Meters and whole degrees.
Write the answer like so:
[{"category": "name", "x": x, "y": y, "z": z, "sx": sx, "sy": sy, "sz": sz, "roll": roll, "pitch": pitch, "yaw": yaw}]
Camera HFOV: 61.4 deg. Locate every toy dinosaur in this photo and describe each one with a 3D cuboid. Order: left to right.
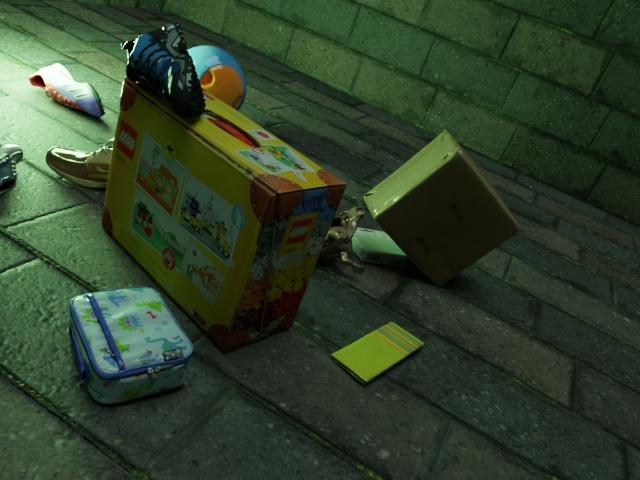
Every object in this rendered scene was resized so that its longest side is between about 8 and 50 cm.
[{"category": "toy dinosaur", "x": 0.000, "y": 0.000, "z": 1.465, "sx": 0.296, "sy": 0.127, "sz": 0.200, "roll": -7, "pitch": 29, "yaw": -22}]

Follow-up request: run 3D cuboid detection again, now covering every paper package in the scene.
[{"category": "paper package", "x": 0.341, "y": -0.084, "z": 1.534, "sx": 0.325, "sy": 0.310, "sz": 0.168, "roll": 43, "pitch": 20, "yaw": -25}]

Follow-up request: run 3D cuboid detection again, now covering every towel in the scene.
[{"category": "towel", "x": 0.131, "y": 0.248, "z": 1.207, "sx": 0.102, "sy": 0.021, "sz": 0.237, "roll": 32, "pitch": 30, "yaw": 31}]

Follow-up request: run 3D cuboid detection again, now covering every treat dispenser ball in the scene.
[{"category": "treat dispenser ball", "x": -0.427, "y": -0.588, "z": 2.044, "sx": 0.289, "sy": 0.288, "sz": 0.288, "roll": 16, "pitch": 28, "yaw": -9}]

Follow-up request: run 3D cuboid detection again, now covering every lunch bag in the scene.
[{"category": "lunch bag", "x": -0.338, "y": 0.175, "z": 0.943, "sx": 0.176, "sy": 0.090, "sz": 0.219, "roll": -5, "pitch": 36, "yaw": -36}]

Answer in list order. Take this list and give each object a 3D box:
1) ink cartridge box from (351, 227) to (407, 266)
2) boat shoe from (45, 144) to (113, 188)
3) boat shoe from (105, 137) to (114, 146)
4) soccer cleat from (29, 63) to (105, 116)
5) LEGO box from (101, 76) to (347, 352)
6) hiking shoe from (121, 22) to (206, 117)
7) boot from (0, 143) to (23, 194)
[{"category": "ink cartridge box", "x": 0.160, "y": 0.016, "z": 1.634, "sx": 0.146, "sy": 0.045, "sz": 0.179, "roll": 8, "pitch": 20, "yaw": -22}, {"category": "boat shoe", "x": -0.558, "y": -0.201, "z": 1.438, "sx": 0.325, "sy": 0.116, "sz": 0.123, "roll": 15, "pitch": 28, "yaw": -11}, {"category": "boat shoe", "x": -0.501, "y": -0.256, "z": 1.602, "sx": 0.258, "sy": 0.095, "sz": 0.084, "roll": 22, "pitch": 32, "yaw": 0}, {"category": "soccer cleat", "x": -0.845, "y": -0.490, "z": 1.804, "sx": 0.318, "sy": 0.108, "sz": 0.116, "roll": 36, "pitch": 51, "yaw": 24}, {"category": "LEGO box", "x": -0.239, "y": -0.074, "z": 1.151, "sx": 0.500, "sy": 0.372, "sz": 0.193, "roll": 38, "pitch": 32, "yaw": 29}, {"category": "hiking shoe", "x": -0.312, "y": -0.322, "z": 1.069, "sx": 0.132, "sy": 0.113, "sz": 0.304, "roll": -19, "pitch": 45, "yaw": -8}, {"category": "boot", "x": -0.761, "y": -0.165, "z": 1.302, "sx": 0.086, "sy": 0.069, "sz": 0.190, "roll": 27, "pitch": 35, "yaw": -4}]
